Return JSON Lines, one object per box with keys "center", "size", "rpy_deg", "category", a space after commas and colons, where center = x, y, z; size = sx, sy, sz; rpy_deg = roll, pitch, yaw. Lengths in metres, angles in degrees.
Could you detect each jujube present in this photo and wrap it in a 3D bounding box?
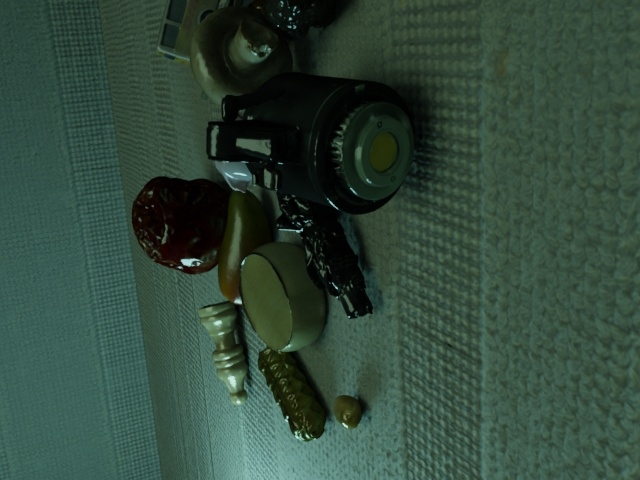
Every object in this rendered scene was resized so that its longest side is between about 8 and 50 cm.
{"center": [-0.372, -0.052, 2.008], "size": [0.377, 0.276, 0.276], "rpy_deg": [-137, 43, -55], "category": "jujube"}

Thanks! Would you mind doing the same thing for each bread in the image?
{"center": [-0.067, 0.360, 1.728], "size": [0.087, 0.098, 0.269], "rpy_deg": [43, -171, -48], "category": "bread"}

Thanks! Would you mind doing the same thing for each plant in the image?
{"center": [-0.040, -0.436, 1.291], "size": [0.203, 0.131, 0.142], "rpy_deg": [-156, 54, -71], "category": "plant"}

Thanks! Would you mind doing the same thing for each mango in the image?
{"center": [-0.183, 0.021, 1.790], "size": [0.146, 0.129, 0.289], "rpy_deg": [-122, 34, -57], "category": "mango"}

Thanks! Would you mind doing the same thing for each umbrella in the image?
{"center": [-0.004, 0.002, 1.405], "size": [0.154, 0.128, 0.337], "rpy_deg": [127, 121, -76], "category": "umbrella"}

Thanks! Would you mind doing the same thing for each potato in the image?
{"center": [0.057, 0.352, 1.487], "size": [0.068, 0.062, 0.083], "rpy_deg": [54, -172, -7], "category": "potato"}

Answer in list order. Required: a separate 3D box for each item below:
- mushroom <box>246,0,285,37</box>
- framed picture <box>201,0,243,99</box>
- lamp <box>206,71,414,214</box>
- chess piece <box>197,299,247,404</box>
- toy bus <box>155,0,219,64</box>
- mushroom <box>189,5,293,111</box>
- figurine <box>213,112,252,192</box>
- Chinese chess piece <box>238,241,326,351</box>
{"center": [-0.122, -0.447, 1.518], "size": [0.126, 0.085, 0.109], "rpy_deg": [-46, 41, 30], "category": "mushroom"}
{"center": [-0.211, -0.486, 1.643], "size": [0.324, 0.020, 0.241], "rpy_deg": [146, 136, -67], "category": "framed picture"}
{"center": [0.022, -0.159, 1.170], "size": [0.272, 0.374, 0.205], "rpy_deg": [13, 108, 29], "category": "lamp"}
{"center": [-0.270, 0.334, 2.142], "size": [0.138, 0.124, 0.307], "rpy_deg": [-14, 90, 33], "category": "chess piece"}
{"center": [-0.270, -0.566, 1.629], "size": [0.097, 0.138, 0.343], "rpy_deg": [-151, 74, -77], "category": "toy bus"}
{"center": [-0.142, -0.353, 1.380], "size": [0.204, 0.204, 0.204], "rpy_deg": [37, 132, 56], "category": "mushroom"}
{"center": [-0.135, -0.232, 1.554], "size": [0.133, 0.200, 0.276], "rpy_deg": [49, 120, 20], "category": "figurine"}
{"center": [-0.088, 0.127, 1.634], "size": [0.250, 0.103, 0.250], "rpy_deg": [31, 128, 50], "category": "Chinese chess piece"}
